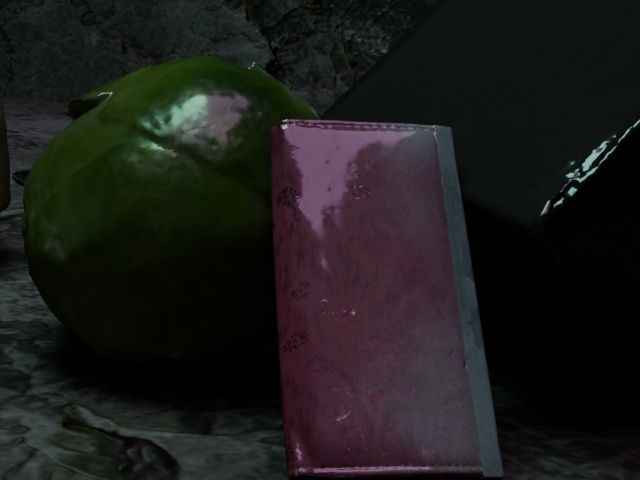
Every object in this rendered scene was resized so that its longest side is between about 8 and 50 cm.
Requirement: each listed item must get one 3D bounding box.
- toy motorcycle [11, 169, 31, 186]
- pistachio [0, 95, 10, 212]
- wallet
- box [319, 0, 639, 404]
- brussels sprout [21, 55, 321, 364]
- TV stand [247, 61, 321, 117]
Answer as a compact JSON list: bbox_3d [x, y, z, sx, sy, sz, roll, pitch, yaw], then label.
[{"bbox_3d":[-0.147,-0.028,1.023,0.275,0.124,0.187,20,12,36],"label":"toy motorcycle"},{"bbox_3d":[-0.401,-0.091,1.007,0.238,0.229,0.321,41,-9,-21],"label":"pistachio"},{"bbox_3d":[0.033,0.029,0.636,0.119,0.232,0.025,2,-30,-11],"label":"wallet"},{"bbox_3d":[0.198,-0.069,0.813,0.204,0.251,0.345,46,-5,-27],"label":"box"},{"bbox_3d":[-0.101,-0.021,0.769,0.244,0.244,0.244,4,11,-1],"label":"brussels sprout"},{"bbox_3d":[-0.068,-0.084,1.099,0.088,0.083,0.269,42,-12,1],"label":"TV stand"}]
